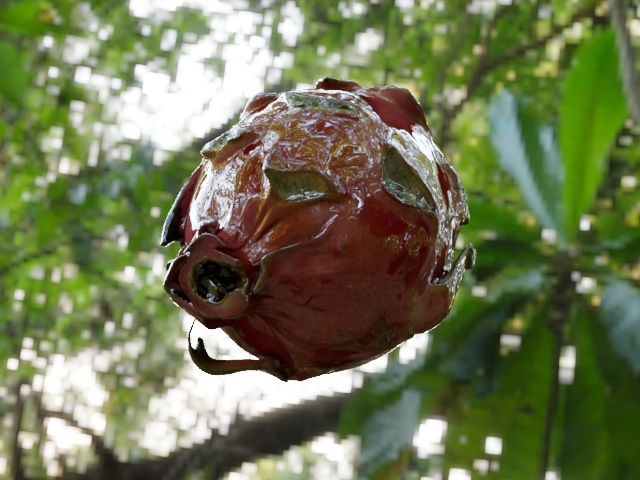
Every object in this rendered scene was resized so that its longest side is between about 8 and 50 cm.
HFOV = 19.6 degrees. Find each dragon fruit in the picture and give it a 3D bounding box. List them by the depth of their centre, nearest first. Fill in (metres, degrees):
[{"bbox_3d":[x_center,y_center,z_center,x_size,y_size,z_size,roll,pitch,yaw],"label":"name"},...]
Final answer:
[{"bbox_3d":[0.000,0.000,0.810,0.133,0.166,0.136,34,-59,15],"label":"dragon fruit"}]
